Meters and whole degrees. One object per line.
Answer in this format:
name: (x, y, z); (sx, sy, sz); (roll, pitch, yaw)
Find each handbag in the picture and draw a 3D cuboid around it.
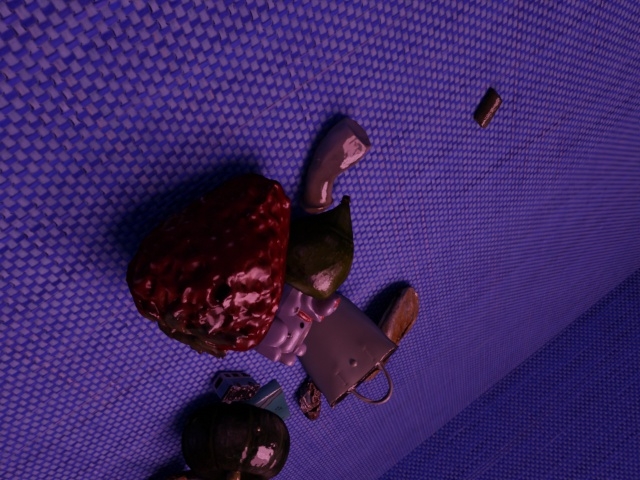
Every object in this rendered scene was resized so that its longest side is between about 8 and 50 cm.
handbag: (0.070, 0.307, 1.824); (0.241, 0.315, 0.109); (-42, 147, 0)

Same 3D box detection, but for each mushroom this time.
mushroom: (0.018, -0.149, 1.425); (0.092, 0.081, 0.223); (13, 125, -30)

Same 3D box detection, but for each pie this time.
pie: (0.216, 0.297, 2.127); (0.339, 0.077, 0.339); (-54, 161, -28)

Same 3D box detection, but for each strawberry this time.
strawberry: (-0.188, 0.028, 1.286); (0.317, 0.295, 0.345); (43, 61, -43)

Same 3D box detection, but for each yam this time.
yam: (0.415, -0.325, 1.676); (0.043, 0.043, 0.094); (-6, 135, -44)

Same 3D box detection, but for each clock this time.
clock: (-0.061, 0.153, 1.649); (0.189, 0.189, 0.254); (16, 111, -55)

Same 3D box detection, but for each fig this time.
fig: (0.000, 0.000, 1.495); (0.235, 0.203, 0.203); (-55, 148, 2)

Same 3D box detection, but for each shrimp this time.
shrimp: (-0.033, 0.499, 2.188); (0.090, 0.079, 0.233); (-28, 142, -30)

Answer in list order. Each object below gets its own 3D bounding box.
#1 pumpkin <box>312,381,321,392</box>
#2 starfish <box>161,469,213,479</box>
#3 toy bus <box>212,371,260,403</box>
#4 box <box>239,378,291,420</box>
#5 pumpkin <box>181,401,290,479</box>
pumpkin: (0.045, 0.392, 2.087); (0.167, 0.125, 0.167); (-31, 139, -31)
starfish: (-0.423, 0.743, 1.975); (0.384, 0.132, 0.398); (-4, 170, -40)
toy bus: (-0.228, 0.391, 1.833); (0.123, 0.075, 0.060); (14, 114, -55)
box: (-0.179, 0.529, 2.092); (0.162, 0.041, 0.229); (-31, 147, -16)
pumpkin: (-0.235, 0.565, 1.868); (0.300, 0.207, 0.300); (5, 150, 3)
